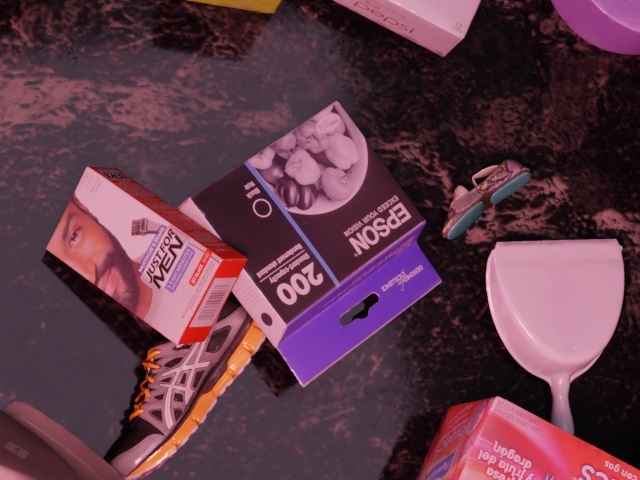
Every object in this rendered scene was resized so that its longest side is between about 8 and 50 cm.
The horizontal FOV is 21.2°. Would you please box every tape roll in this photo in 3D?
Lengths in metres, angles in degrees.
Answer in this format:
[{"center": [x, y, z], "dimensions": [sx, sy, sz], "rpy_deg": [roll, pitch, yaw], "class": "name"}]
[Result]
[{"center": [0.330, -0.292, 1.766], "dimensions": [0.189, 0.080, 0.189], "rpy_deg": [2, 81, -13], "class": "tape roll"}]

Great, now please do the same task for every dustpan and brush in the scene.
[{"center": [0.238, 0.109, 1.699], "dimensions": [0.147, 0.060, 0.211], "rpy_deg": [-1, 75, -17], "class": "dustpan and brush"}]

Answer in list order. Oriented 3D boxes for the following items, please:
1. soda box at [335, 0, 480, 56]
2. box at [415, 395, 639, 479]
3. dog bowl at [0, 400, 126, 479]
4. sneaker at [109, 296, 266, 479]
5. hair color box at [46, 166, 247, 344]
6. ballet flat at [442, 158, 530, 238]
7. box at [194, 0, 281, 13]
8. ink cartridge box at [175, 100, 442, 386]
[{"center": [0.051, -0.268, 1.703], "dimensions": [0.216, 0.074, 0.069], "rpy_deg": [26, 77, -7], "class": "soda box"}, {"center": [0.241, 0.278, 1.618], "dimensions": [0.300, 0.154, 0.142], "rpy_deg": [28, 77, -8], "class": "box"}, {"center": [-0.323, 0.175, 1.421], "dimensions": [0.349, 0.349, 0.102], "rpy_deg": [31, 90, -6], "class": "dog bowl"}, {"center": [-0.136, 0.136, 1.596], "dimensions": [0.083, 0.084, 0.215], "rpy_deg": [39, 65, -5], "class": "sneaker"}, {"center": [-0.160, 0.013, 1.570], "dimensions": [0.167, 0.053, 0.093], "rpy_deg": [33, 104, 23], "class": "hair color box"}, {"center": [0.157, -0.045, 1.714], "dimensions": [0.114, 0.041, 0.041], "rpy_deg": [-36, 90, -16], "class": "ballet flat"}, {"center": [-0.076, -0.264, 1.620], "dimensions": [0.109, 0.178, 0.042], "rpy_deg": [8, 79, -12], "class": "box"}, {"center": [0.000, 0.000, 1.635], "dimensions": [0.206, 0.045, 0.208], "rpy_deg": [-36, 89, -33], "class": "ink cartridge box"}]
